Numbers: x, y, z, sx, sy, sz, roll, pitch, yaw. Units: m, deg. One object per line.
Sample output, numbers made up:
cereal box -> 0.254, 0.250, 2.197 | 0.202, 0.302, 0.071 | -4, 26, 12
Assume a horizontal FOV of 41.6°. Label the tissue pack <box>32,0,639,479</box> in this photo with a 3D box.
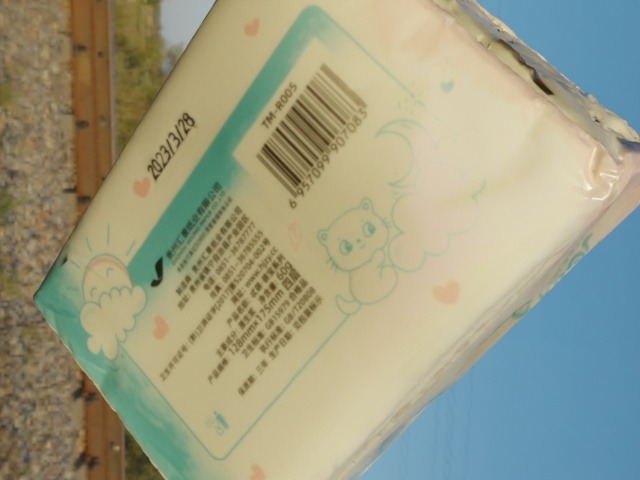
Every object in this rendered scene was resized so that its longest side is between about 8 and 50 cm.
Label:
tissue pack -> -0.002, -0.002, 0.424 | 0.271, 0.201, 0.124 | -52, 165, 25
